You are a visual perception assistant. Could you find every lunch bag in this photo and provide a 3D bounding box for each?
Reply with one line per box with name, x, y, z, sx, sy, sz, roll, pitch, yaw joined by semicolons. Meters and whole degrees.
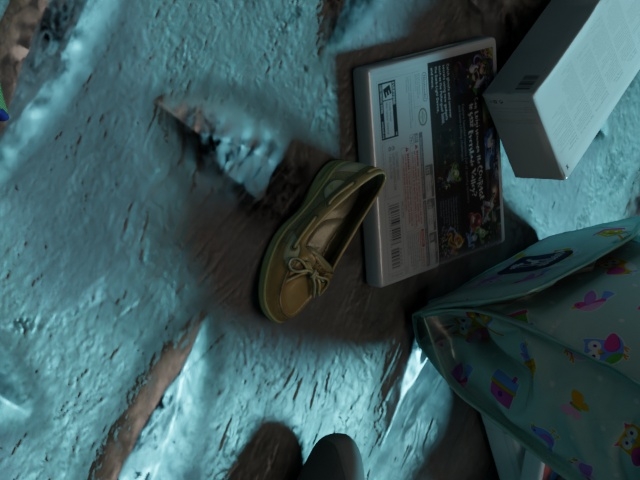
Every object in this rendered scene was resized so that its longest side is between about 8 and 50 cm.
lunch bag;0.240;0.087;1.687;0.223;0.262;0.160;-28;139;-42

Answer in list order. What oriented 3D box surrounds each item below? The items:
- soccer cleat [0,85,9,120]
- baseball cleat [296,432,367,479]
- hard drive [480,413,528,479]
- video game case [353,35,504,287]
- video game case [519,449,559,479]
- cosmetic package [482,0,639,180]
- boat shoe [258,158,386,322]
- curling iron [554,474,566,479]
soccer cleat;-0.295;-0.016;1.204;0.289;0.093;0.121;-55;139;-24
baseball cleat;-0.024;0.253;1.565;0.109;0.072;0.205;18;81;-41
hard drive;0.275;0.236;1.904;0.233;0.047;0.353;-39;125;-35
video game case;0.097;-0.071;1.669;0.173;0.022;0.190;-18;110;-44
video game case;0.286;0.238;1.863;0.285;0.025;0.204;10;91;-47
cosmetic package;0.237;-0.167;1.756;0.239;0.060;0.099;-52;129;-36
boat shoe;0.001;0.001;1.558;0.153;0.048;0.056;-58;133;-22
curling iron;0.238;0.233;1.765;0.274;0.035;0.068;-43;126;-33
